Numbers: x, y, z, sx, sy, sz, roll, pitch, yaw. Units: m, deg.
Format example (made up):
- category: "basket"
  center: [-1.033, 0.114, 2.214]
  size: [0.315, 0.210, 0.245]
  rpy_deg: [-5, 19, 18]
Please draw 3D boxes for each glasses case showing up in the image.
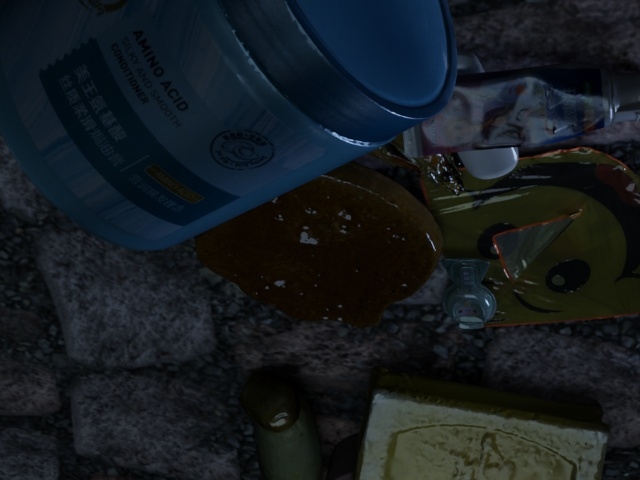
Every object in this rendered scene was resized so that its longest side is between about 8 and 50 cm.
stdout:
- category: "glasses case"
  center: [0.166, -0.136, 1.612]
  size: [0.063, 0.041, 0.164]
  rpy_deg: [-18, 123, 19]

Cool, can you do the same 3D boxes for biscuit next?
- category: "biscuit"
  center: [0.000, -0.001, 1.763]
  size: [0.273, 0.049, 0.257]
  rpy_deg: [26, 134, -11]

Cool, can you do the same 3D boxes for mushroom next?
- category: "mushroom"
  center: [-0.042, 0.312, 2.023]
  size: [0.087, 0.107, 0.333]
  rpy_deg: [-21, 132, -15]

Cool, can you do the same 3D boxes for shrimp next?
- category: "shrimp"
  center: [0.089, -0.113, 1.652]
  size: [0.190, 0.042, 0.101]
  rpy_deg: [37, 140, -14]

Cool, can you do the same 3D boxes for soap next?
- category: "soap"
  center: [0.202, 0.290, 1.910]
  size: [0.314, 0.091, 0.199]
  rpy_deg: [11, 100, 0]

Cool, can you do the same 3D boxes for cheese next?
- category: "cheese"
  center: [0.180, 0.065, 1.794]
  size: [0.067, 0.026, 0.121]
  rpy_deg: [1, 133, 13]

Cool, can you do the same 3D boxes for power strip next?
- category: "power strip"
  center: [0.082, 0.339, 2.038]
  size: [0.154, 0.078, 0.154]
  rpy_deg: [6, 133, 6]

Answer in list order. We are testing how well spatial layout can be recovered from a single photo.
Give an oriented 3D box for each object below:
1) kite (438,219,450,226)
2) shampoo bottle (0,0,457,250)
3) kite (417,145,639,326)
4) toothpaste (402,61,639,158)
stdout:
- category: "kite"
  center: [0.117, -0.010, 1.765]
  size: [0.044, 0.002, 0.078]
  rpy_deg: [29, 129, -14]
- category: "shampoo bottle"
  center: [-0.100, -0.196, 1.417]
  size: [0.342, 0.331, 0.331]
  rpy_deg: [-25, 123, 31]
- category: "kite"
  center: [0.269, 0.014, 1.752]
  size: [0.377, 0.013, 0.327]
  rpy_deg: [27, 131, -15]
- category: "toothpaste"
  center: [0.216, -0.142, 1.562]
  size: [0.266, 0.061, 0.096]
  rpy_deg: [-6, 120, 5]
